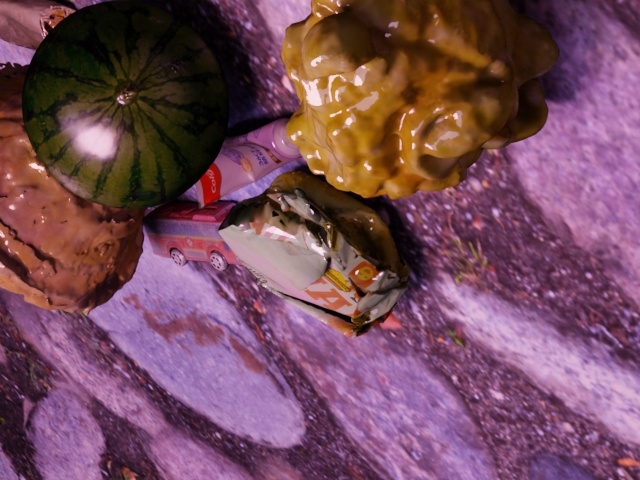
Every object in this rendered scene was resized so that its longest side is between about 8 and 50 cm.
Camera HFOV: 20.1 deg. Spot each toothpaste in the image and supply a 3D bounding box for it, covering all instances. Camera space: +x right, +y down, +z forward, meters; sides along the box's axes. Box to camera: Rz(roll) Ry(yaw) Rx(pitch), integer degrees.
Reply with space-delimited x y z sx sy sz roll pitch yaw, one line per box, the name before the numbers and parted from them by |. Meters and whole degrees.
toothpaste | -0.090 -0.101 2.149 0.075 0.048 0.301 48 152 -13

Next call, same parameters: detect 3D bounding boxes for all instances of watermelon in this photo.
watermelon | -0.222 -0.154 2.059 0.242 0.242 0.242 31 147 23

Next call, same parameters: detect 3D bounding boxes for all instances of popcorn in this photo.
popcorn | 0.084 -0.168 1.674 0.235 0.241 0.250 47 166 29

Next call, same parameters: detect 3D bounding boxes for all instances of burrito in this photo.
burrito | -0.384 -0.282 2.270 0.226 0.060 0.087 24 149 30

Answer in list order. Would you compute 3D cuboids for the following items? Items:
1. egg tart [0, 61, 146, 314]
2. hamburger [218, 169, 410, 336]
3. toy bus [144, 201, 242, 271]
egg tart | -0.320 -0.079 2.215 0.150 0.352 0.352 -29 105 31
hamburger | -0.002 -0.001 2.086 0.214 0.125 0.235 15 142 32
toy bus | -0.148 -0.009 2.311 0.192 0.065 0.077 3 123 49
